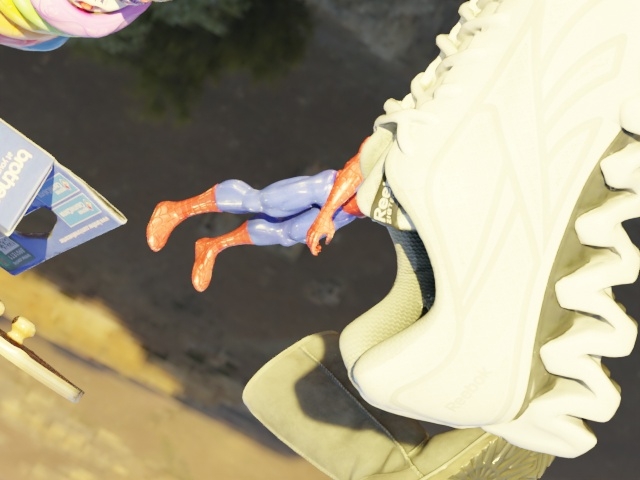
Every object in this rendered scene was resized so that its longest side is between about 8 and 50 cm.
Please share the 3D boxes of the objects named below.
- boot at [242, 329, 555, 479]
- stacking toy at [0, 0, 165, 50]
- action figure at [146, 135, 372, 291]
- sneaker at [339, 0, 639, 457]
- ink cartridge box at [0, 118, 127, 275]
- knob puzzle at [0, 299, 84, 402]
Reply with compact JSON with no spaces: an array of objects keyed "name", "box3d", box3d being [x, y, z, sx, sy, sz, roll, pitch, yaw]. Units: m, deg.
[{"name":"boot","box3d":[0.064,0.141,1.273,0.208,0.189,0.076,42,148,50]},{"name":"stacking toy","box3d":[-0.170,-0.202,1.107,0.175,0.166,0.302,23,-179,-38]},{"name":"action figure","box3d":[0.000,0.000,1.163,0.280,0.139,0.091,-20,136,29]},{"name":"sneaker","box3d":[0.081,-0.053,0.644,0.118,0.292,0.110,8,-167,-8]},{"name":"ink cartridge box","box3d":[-0.274,-0.063,0.865,0.311,0.065,0.186,35,153,-21]},{"name":"knob puzzle","box3d":[-0.236,0.054,1.126,0.213,0.030,0.213,36,172,6]}]
